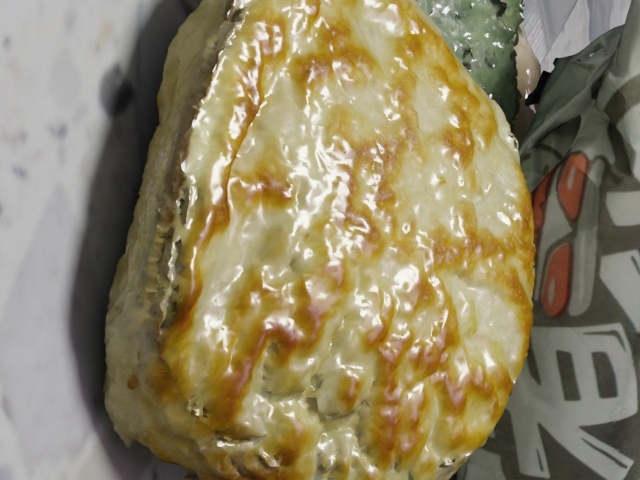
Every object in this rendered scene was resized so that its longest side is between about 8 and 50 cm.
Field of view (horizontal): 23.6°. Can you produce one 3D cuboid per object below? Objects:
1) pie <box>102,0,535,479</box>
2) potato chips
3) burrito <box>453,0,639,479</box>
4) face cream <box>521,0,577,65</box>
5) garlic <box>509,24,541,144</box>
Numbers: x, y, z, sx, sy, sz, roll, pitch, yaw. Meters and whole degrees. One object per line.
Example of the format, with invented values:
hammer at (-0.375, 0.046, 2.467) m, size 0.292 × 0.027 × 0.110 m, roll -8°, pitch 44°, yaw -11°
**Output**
pie at (0.000, 0.000, 0.563) m, size 0.179 × 0.084 × 0.205 m, roll 25°, pitch 68°, yaw -39°
potato chips at (0.049, -0.038, 0.714) m, size 0.167 × 0.059 × 0.228 m, roll 48°, pitch 55°, yaw -51°
burrito at (0.139, 0.052, 0.792) m, size 0.139 × 0.101 × 0.445 m, roll -19°, pitch 129°, yaw -32°
face cream at (0.182, -0.332, 0.981) m, size 0.420 × 0.137 × 0.235 m, roll -61°, pitch 148°, yaw -27°
garlic at (0.093, -0.049, 0.825) m, size 0.084 × 0.066 × 0.152 m, roll -103°, pitch -179°, yaw -51°
